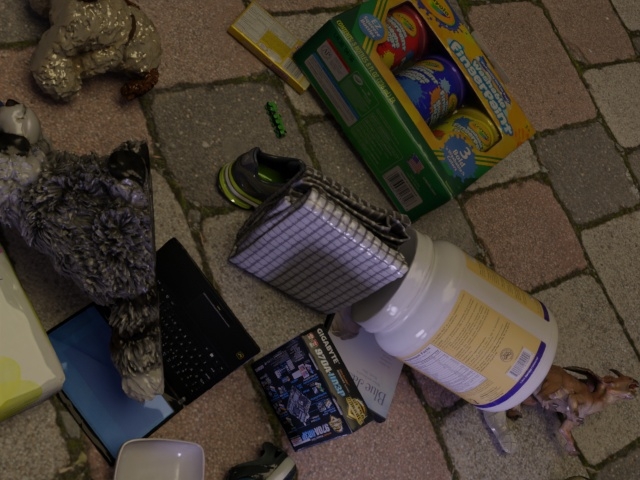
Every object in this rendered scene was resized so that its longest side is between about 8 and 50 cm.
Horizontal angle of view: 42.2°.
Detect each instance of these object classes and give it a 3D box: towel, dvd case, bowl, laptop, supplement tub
[{"bbox_3d":[0.000,0.000,1.472,0.235,0.283,0.121,33,53,-16],"label":"towel"},{"bbox_3d":[0.085,0.198,1.596,0.180,0.022,0.253,34,54,-15],"label":"dvd case"},{"bbox_3d":[-0.254,0.374,1.265,0.142,0.053,0.142,11,75,-30],"label":"bowl"},{"bbox_3d":[-0.277,0.171,1.307,0.234,0.264,0.136,53,15,-1],"label":"laptop"},{"bbox_3d":[0.249,0.148,1.556,0.331,0.241,0.241,33,54,-15],"label":"supplement tub"}]

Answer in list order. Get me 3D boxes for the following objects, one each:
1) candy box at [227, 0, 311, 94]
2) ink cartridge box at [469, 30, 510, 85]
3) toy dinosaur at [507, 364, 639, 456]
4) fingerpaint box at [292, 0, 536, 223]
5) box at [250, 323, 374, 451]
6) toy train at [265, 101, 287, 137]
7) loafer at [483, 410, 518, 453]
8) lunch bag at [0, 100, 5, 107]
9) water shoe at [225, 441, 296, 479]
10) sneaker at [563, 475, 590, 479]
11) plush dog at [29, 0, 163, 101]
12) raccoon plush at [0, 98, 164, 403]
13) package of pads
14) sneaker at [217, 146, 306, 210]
[{"bbox_3d":[-0.092,-0.413,1.774,0.206,0.027,0.105,40,50,-10],"label":"candy box"},{"bbox_3d":[0.363,-0.401,1.958,0.045,0.179,0.145,-36,90,-32],"label":"ink cartridge box"},{"bbox_3d":[0.505,0.310,1.752,0.295,0.127,0.200,29,47,-3],"label":"toy dinosaur"},{"bbox_3d":[0.218,-0.320,1.823,0.371,0.163,0.445,-35,92,-40],"label":"fingerpaint box"},{"bbox_3d":[-0.021,0.249,1.378,0.051,0.220,0.175,-24,81,-33],"label":"box"},{"bbox_3d":[-0.090,-0.248,1.704,0.023,0.017,0.083,-10,73,-46],"label":"toy train"},{"bbox_3d":[0.360,0.371,1.682,0.045,0.039,0.125,-21,75,-4],"label":"loafer"},{"bbox_3d":[-0.538,-0.174,1.355,0.098,0.065,0.067,57,36,5],"label":"lunch bag"},{"bbox_3d":[-0.129,0.410,1.343,0.080,0.073,0.203,37,48,22],"label":"water shoe"},{"bbox_3d":[0.498,0.633,1.546,0.158,0.182,0.410,31,54,-16],"label":"sneaker"},{"bbox_3d":[-0.380,-0.378,1.493,0.225,0.210,0.262,16,57,-52],"label":"plush dog"},{"bbox_3d":[-0.389,0.025,1.187,0.299,0.216,0.446,-4,84,-10],"label":"raccoon plush"},{"bbox_3d":[-0.528,0.131,1.189,0.229,0.101,0.296,-24,82,-34],"label":"package of pads"},{"bbox_3d":[-0.041,-0.088,1.590,0.300,0.121,0.111,19,59,-24],"label":"sneaker"}]
